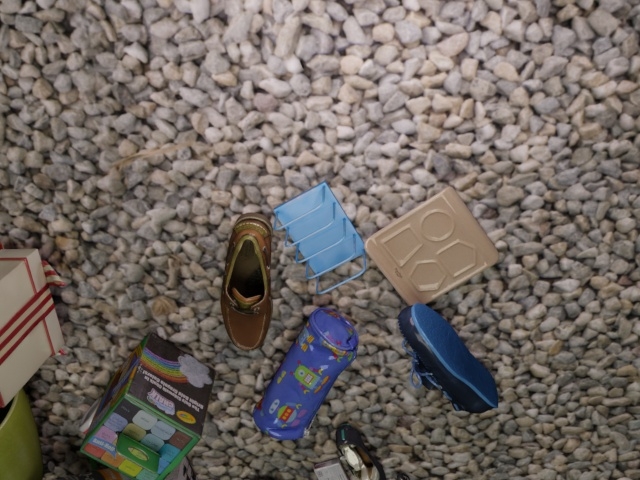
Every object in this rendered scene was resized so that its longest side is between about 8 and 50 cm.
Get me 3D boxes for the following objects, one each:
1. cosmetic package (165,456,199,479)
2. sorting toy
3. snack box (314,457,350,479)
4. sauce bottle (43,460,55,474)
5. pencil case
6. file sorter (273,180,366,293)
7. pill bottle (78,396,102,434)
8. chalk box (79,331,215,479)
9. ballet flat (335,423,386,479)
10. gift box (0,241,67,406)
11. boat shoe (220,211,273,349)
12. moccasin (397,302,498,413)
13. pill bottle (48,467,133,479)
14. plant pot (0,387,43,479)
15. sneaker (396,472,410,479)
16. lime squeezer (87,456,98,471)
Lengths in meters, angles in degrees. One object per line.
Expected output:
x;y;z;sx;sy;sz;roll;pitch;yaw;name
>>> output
-0.307;0.623;1.717;0.060;0.099;0.239;-14;116;9;cosmetic package
0.219;0.017;1.440;0.208;0.038;0.193;-35;111;12;sorting toy
0.046;0.594;1.733;0.064;0.022;0.178;-19;114;10;snack box
-0.688;0.554;1.725;0.128;0.042;0.042;-20;114;12;sauce bottle
-0.028;0.290;1.530;0.133;0.119;0.306;34;115;12;pencil case
0.000;0.000;1.397;0.118;0.104;0.170;-27;113;15;file sorter
-0.449;0.426;1.630;0.160;0.087;0.087;39;111;-15;pill bottle
-0.350;0.363;1.483;0.180;0.289;0.179;35;112;-14;chalk box
0.090;0.510;1.665;0.074;0.074;0.203;-24;114;13;ballet flat
-0.643;0.164;1.409;0.276;0.258;0.255;3;116;9;gift box
-0.152;0.102;1.450;0.110;0.104;0.307;2;116;1;boat shoe
0.244;0.266;1.491;0.117;0.138;0.342;-24;122;28;moccasin
-0.507;0.593;1.613;0.278;0.162;0.162;-2;123;-39;pill bottle
-0.721;0.448;1.574;0.275;0.275;0.293;-8;132;6;plant pot
0.203;0.593;1.718;0.044;0.040;0.109;-25;113;15;sneaker
-0.484;0.641;1.766;0.110;0.059;0.310;-45;110;-14;lime squeezer
